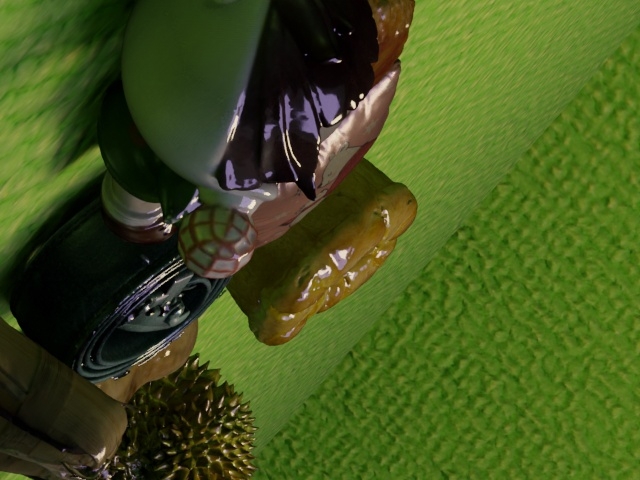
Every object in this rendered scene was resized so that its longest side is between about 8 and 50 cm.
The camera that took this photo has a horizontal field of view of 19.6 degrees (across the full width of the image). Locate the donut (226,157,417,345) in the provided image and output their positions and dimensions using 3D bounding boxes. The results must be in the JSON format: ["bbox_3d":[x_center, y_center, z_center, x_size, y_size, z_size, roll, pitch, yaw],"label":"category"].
[{"bbox_3d":[0.000,0.000,2.232,0.261,0.128,0.208,-37,167,-42],"label":"donut"}]

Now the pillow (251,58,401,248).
[{"bbox_3d":[-0.011,-0.089,1.912,0.236,0.084,0.223,-41,173,-5],"label":"pillow"}]

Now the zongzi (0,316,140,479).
[{"bbox_3d":[-0.280,0.161,1.559,0.197,0.194,0.099,-46,-165,33],"label":"zongzi"}]

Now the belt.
[{"bbox_3d":[-0.169,0.032,1.653,0.206,0.116,0.267,-41,168,-4],"label":"belt"}]

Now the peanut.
[{"bbox_3d":[-0.210,0.118,1.873,0.125,0.111,0.274,-45,172,32],"label":"peanut"}]

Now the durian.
[{"bbox_3d":[-0.193,0.240,2.095,0.291,0.291,0.225,-52,-178,40],"label":"durian"}]

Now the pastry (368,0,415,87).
[{"bbox_3d":[-0.003,-0.159,1.599,0.182,0.093,0.192,-40,171,-14],"label":"pastry"}]

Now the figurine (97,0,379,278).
[{"bbox_3d":[-0.077,-0.103,1.335,0.370,0.167,0.281,139,-33,-62],"label":"figurine"}]
